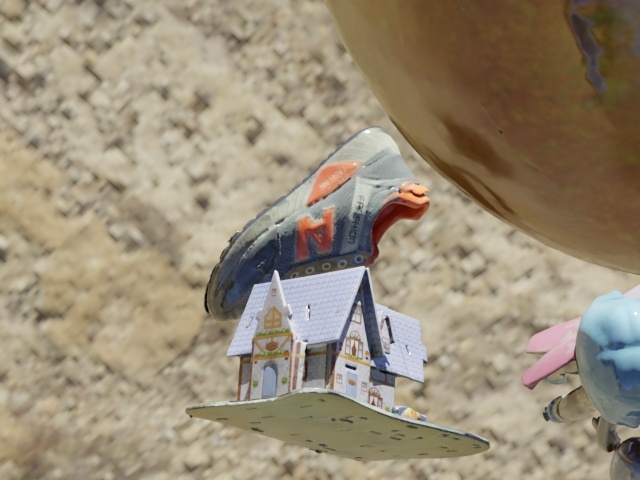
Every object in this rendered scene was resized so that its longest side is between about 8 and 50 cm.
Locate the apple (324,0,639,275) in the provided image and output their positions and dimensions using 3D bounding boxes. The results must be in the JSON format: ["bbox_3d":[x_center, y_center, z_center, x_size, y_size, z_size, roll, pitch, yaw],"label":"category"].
[{"bbox_3d":[0.181,-0.170,0.846,0.374,0.384,0.374,52,4,-5],"label":"apple"}]

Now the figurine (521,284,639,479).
[{"bbox_3d":[0.239,0.132,1.705,0.102,0.260,0.205,4,77,-15],"label":"figurine"}]

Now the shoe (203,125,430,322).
[{"bbox_3d":[-0.001,0.001,1.499,0.194,0.074,0.077,-42,70,-8],"label":"shoe"}]

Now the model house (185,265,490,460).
[{"bbox_3d":[0.014,0.067,1.134,0.167,0.117,0.088,21,66,-43],"label":"model house"}]
